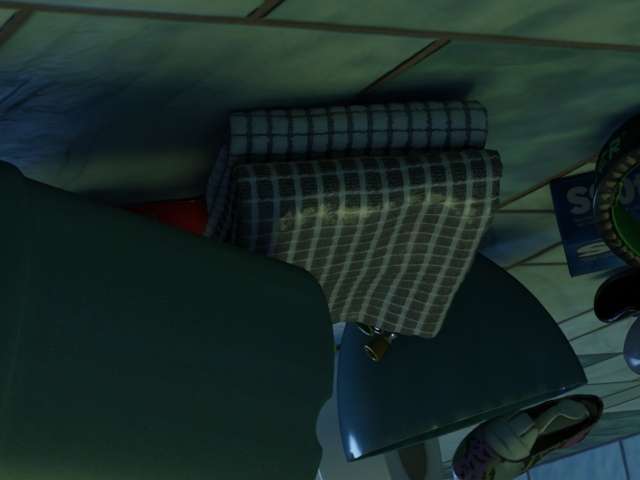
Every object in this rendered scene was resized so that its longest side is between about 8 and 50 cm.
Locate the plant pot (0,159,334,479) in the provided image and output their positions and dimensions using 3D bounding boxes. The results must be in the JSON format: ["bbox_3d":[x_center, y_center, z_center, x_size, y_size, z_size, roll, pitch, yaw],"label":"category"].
[{"bbox_3d":[-0.188,0.108,1.331,0.334,0.341,0.341,12,158,-21],"label":"plant pot"}]

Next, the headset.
[{"bbox_3d":[0.463,-0.050,1.676,0.394,0.185,0.243,11,143,4],"label":"headset"}]

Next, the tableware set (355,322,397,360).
[{"bbox_3d":[0.017,0.067,1.888,0.024,0.154,0.104,-42,176,-16],"label":"tableware set"}]

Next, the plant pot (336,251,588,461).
[{"bbox_3d":[0.139,0.119,2.005,0.290,0.195,0.290,-18,171,-3],"label":"plant pot"}]

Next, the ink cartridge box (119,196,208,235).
[{"bbox_3d":[-0.089,0.019,1.714,0.224,0.056,0.181,-8,151,-15],"label":"ink cartridge box"}]

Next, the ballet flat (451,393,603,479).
[{"bbox_3d":[0.243,0.219,2.001,0.221,0.077,0.079,-17,154,-38],"label":"ballet flat"}]

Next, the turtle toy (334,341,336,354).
[{"bbox_3d":[-0.035,0.145,2.280,0.130,0.066,0.095,-21,162,37],"label":"turtle toy"}]

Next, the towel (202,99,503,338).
[{"bbox_3d":[0.019,-0.007,1.530,0.235,0.121,0.284,-6,153,-12],"label":"towel"}]

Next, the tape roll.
[{"bbox_3d":[0.083,0.287,2.470,0.100,0.286,0.286,-15,165,18],"label":"tape roll"}]

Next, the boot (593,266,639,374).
[{"bbox_3d":[0.457,0.091,2.371,0.222,0.118,0.338,1,151,-28],"label":"boot"}]

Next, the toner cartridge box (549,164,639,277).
[{"bbox_3d":[0.425,-0.046,1.850,0.348,0.075,0.165,-13,166,8],"label":"toner cartridge box"}]
